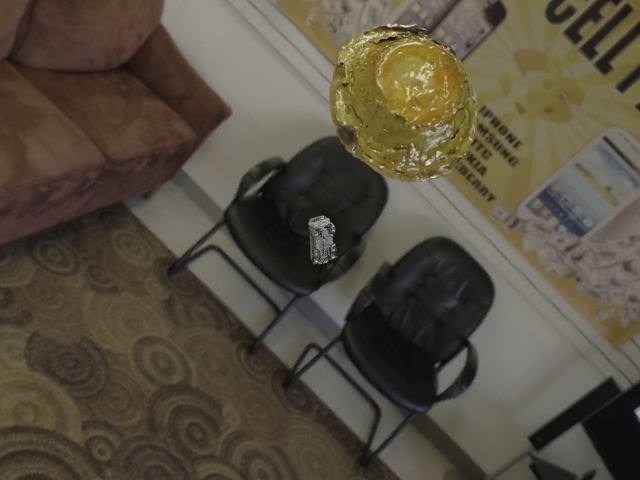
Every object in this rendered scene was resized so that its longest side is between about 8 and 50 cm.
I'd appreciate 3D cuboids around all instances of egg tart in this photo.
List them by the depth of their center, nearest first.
[{"bbox_3d":[0.154,-0.248,1.178,0.295,0.295,0.116,45,-16,1],"label":"egg tart"}]

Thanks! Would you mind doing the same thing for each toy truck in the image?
[{"bbox_3d":[0.000,0.000,1.095,0.039,0.083,0.044,-15,39,-17],"label":"toy truck"}]
